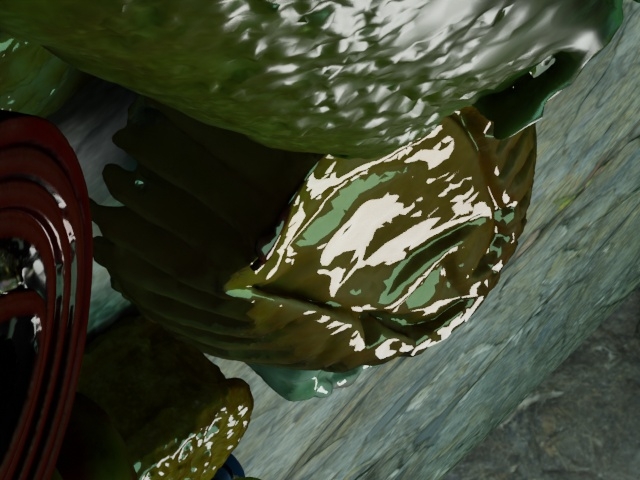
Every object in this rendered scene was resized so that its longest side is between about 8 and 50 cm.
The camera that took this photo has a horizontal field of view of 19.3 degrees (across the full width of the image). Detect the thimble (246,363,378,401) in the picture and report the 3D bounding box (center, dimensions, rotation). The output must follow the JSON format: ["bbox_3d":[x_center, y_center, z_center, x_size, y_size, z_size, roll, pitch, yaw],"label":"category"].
[{"bbox_3d":[0.000,0.000,1.199,0.185,0.149,0.211,-46,165,-11],"label":"thimble"}]

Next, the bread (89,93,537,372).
[{"bbox_3d":[0.012,-0.039,0.957,0.274,0.149,0.274,-29,146,-22],"label":"bread"}]

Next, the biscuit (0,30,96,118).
[{"bbox_3d":[-0.100,-0.109,0.876,0.247,0.029,0.118,-43,165,-13],"label":"biscuit"}]

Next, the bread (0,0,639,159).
[{"bbox_3d":[-0.009,-0.151,0.639,0.251,0.208,0.376,-34,163,10],"label":"bread"}]

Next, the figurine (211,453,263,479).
[{"bbox_3d":[-0.156,0.251,1.484,0.338,0.204,0.283,-47,163,-51],"label":"figurine"}]

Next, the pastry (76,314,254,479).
[{"bbox_3d":[-0.133,0.138,1.272,0.189,0.103,0.189,-43,165,-14],"label":"pastry"}]

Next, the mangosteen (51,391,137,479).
[{"bbox_3d":[-0.200,0.180,0.939,0.275,0.275,0.302,-23,138,-55],"label":"mangosteen"}]

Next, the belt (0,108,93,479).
[{"bbox_3d":[-0.186,0.067,0.697,0.324,0.115,0.227,-58,153,-63],"label":"belt"}]
